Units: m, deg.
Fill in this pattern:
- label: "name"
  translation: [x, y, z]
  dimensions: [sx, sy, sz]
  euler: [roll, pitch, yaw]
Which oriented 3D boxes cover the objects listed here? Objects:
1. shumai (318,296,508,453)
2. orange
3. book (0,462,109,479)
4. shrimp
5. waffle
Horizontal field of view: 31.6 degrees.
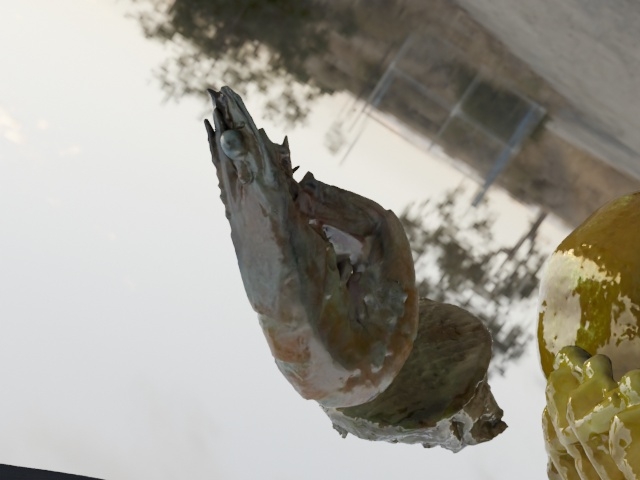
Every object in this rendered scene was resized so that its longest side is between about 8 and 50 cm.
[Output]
- label: "shumai"
  translation: [0.094, 0.151, 1.160]
  dimensions: [0.201, 0.201, 0.120]
  euler: [49, 158, 50]
- label: "orange"
  translation: [0.330, 0.081, 1.000]
  dimensions: [0.279, 0.279, 0.235]
  euler: [34, -172, 4]
- label: "book"
  translation: [-0.301, 0.300, 0.957]
  dimensions: [0.191, 0.025, 0.269]
  euler: [7, -140, 5]
- label: "shrimp"
  translation: [0.000, 0.000, 0.965]
  dimensions: [0.062, 0.164, 0.316]
  euler: [7, 127, 53]
- label: "waffle"
  translation: [0.224, 0.202, 0.652]
  dimensions: [0.329, 0.062, 0.329]
  euler: [55, 170, 16]
